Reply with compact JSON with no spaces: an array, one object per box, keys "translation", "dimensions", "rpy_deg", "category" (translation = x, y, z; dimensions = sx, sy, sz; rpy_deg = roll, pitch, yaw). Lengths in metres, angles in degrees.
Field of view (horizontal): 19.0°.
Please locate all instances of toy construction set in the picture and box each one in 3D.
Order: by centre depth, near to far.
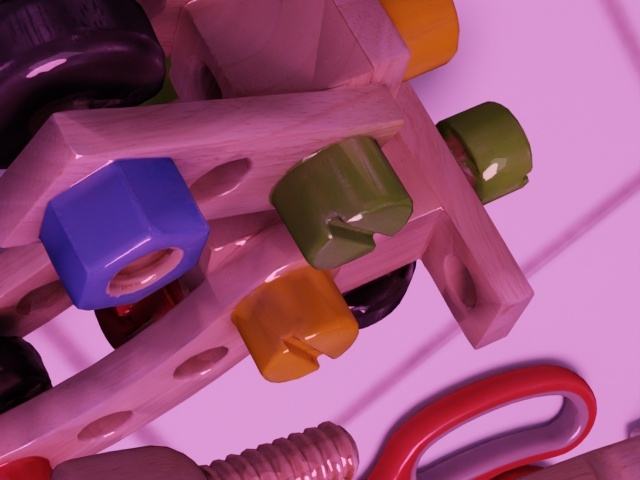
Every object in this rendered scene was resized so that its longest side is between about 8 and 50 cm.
[{"translation":[0.000,0.000,0.579],"dimensions":[0.237,0.309,0.257],"rpy_deg":[-16,131,-25],"category":"toy construction set"}]

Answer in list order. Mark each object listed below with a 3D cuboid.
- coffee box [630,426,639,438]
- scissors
[{"translation":[0.239,0.181,0.916],"dimensions":[0.141,0.098,0.247],"rpy_deg":[-23,125,-15],"category":"coffee box"},{"translation":[-0.013,0.133,0.811],"dimensions":[0.297,0.021,0.109],"rpy_deg":[-16,126,-18],"category":"scissors"}]
